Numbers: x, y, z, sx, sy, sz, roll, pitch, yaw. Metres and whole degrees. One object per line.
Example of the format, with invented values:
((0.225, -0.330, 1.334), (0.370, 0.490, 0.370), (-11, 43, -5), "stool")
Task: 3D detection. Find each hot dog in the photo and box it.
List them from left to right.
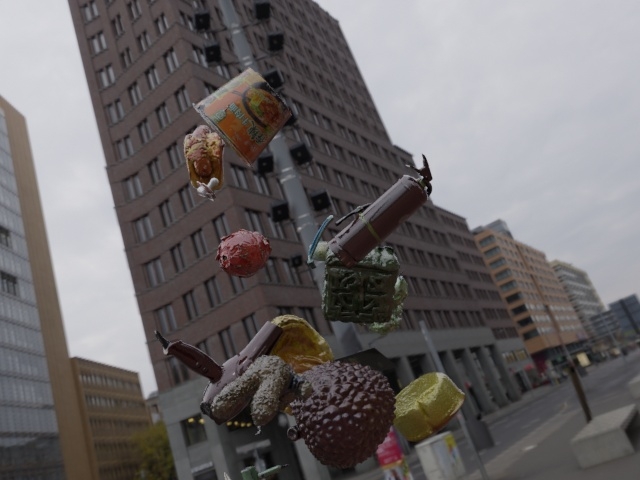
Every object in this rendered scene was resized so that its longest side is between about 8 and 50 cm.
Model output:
((-0.429, -0.322, 2.116), (0.150, 0.257, 0.153), (-5, -32, -12), "hot dog")

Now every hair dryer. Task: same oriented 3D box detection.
((-0.286, 0.294, 1.526), (0.340, 0.313, 0.123), (43, -22, -28), "hair dryer")
((-0.163, 0.709, 1.730), (0.150, 0.071, 0.047), (-13, -14, -24), "hair dryer")

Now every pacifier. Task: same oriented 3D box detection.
((-0.376, -0.179, 1.936), (0.078, 0.099, 0.082), (-51, -52, -17), "pacifier")

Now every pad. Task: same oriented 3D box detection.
((0.153, 0.419, 1.938), (0.127, 0.004, 0.190), (40, -46, -25), "pad")

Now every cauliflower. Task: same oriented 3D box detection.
((0.243, 0.214, 2.119), (0.238, 0.257, 0.315), (27, -49, -21), "cauliflower")

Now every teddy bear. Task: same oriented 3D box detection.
((-0.108, 0.307, 1.202), (0.181, 0.130, 0.251), (7, -4, 20), "teddy bear")

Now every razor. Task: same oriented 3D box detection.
((-0.004, -0.001, 1.901), (0.037, 0.191, 0.068), (18, -15, 16), "razor")

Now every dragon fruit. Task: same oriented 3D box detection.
((-0.350, 0.060, 2.614), (0.240, 0.241, 0.252), (-32, 9, 30), "dragon fruit")

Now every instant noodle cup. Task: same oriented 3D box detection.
((-0.200, -0.339, 1.536), (0.182, 0.230, 0.230), (-43, -20, -2), "instant noodle cup")

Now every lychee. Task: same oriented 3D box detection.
((0.059, 0.492, 1.625), (0.330, 0.306, 0.306), (-22, -19, -10), "lychee")

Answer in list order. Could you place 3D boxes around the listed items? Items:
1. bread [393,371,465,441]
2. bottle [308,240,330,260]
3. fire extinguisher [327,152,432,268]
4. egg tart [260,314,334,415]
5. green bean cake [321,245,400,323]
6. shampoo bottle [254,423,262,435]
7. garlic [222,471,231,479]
((0.360, 0.563, 1.933), (0.269, 0.148, 0.270), (-38, 0, 0), "bread")
((0.070, 0.041, 2.274), (0.269, 0.083, 0.083), (-4, -5, 42), "bottle")
((0.164, -0.079, 1.485), (0.341, 0.105, 0.141), (-43, -54, 8), "fire extinguisher")
((-0.113, 0.473, 2.127), (0.387, 0.388, 0.169), (-1, -24, -42), "egg tart")
((0.127, 0.138, 1.846), (0.240, 0.132, 0.255), (6, -64, 2), "green bean cake")
((-0.214, 0.625, 2.022), (0.048, 0.137, 0.027), (-18, -45, 13), "shampoo bottle")
((-0.335, 0.904, 1.767), (0.313, 0.286, 0.249), (-39, 4, -36), "garlic")
